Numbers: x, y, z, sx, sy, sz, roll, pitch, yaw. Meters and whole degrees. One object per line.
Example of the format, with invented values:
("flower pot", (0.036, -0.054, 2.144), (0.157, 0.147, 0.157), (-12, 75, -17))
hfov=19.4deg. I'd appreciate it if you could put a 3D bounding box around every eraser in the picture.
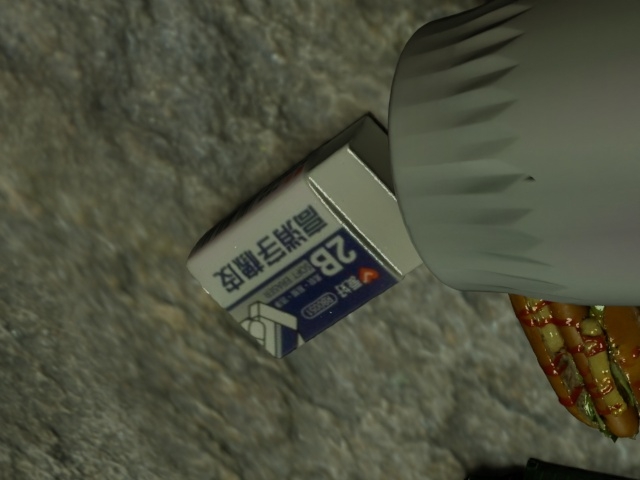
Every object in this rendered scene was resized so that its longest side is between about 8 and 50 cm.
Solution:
("eraser", (0.000, 0.000, 1.565), (0.124, 0.068, 0.210), (47, 128, -11))

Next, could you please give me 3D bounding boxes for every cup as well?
("cup", (0.253, -0.074, 1.279), (0.371, 0.253, 0.253), (-7, 120, 30))

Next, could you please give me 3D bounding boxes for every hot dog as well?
("hot dog", (0.209, 0.065, 1.512), (0.104, 0.076, 0.250), (-11, 115, 29))

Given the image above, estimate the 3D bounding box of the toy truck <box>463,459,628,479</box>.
("toy truck", (0.230, 0.273, 1.641), (0.259, 0.088, 0.121), (8, 127, 17))
